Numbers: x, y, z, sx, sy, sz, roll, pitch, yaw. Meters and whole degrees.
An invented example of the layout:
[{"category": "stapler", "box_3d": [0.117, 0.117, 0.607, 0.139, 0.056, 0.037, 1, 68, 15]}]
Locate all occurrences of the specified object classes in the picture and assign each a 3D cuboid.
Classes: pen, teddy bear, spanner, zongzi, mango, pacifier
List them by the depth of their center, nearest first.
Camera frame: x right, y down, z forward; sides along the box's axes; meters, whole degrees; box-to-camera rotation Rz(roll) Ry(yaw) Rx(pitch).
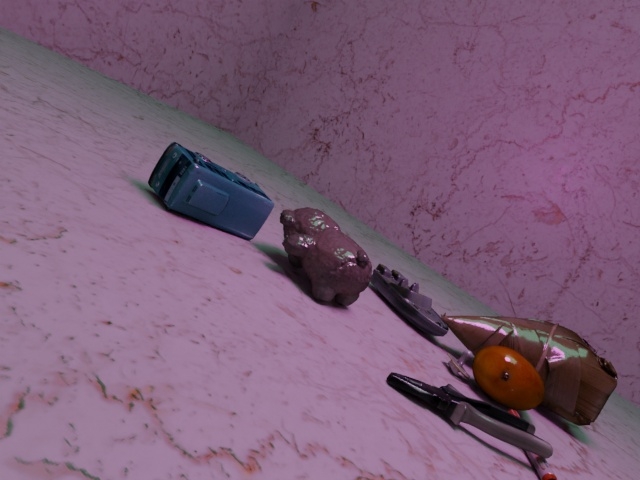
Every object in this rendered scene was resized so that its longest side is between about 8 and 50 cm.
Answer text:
[{"category": "spanner", "box_3d": [0.265, 0.304, 0.829, 0.324, 0.040, 0.096, 25, 7, -10]}, {"category": "pen", "box_3d": [0.401, 0.393, 0.884, 0.028, 0.028, 0.239, 32, 11, 2]}, {"category": "mango", "box_3d": [0.448, 0.327, 1.084, 0.221, 0.120, 0.151, 35, 6, -31]}, {"category": "teddy bear", "box_3d": [0.004, 0.029, 1.085, 0.267, 0.151, 0.236, 41, 11, 37]}, {"category": "pacifier", "box_3d": [0.338, 0.289, 1.092, 0.068, 0.064, 0.083, 39, 9, -12]}, {"category": "zongzi", "box_3d": [0.575, 0.280, 1.407, 0.466, 0.218, 0.500, 34, 10, 8]}]

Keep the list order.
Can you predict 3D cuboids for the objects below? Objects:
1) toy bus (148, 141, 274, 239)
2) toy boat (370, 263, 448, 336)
[{"category": "toy bus", "box_3d": [-0.245, -0.107, 1.064, 0.256, 0.128, 0.147, 25, 14, -46]}, {"category": "toy boat", "box_3d": [0.266, 0.177, 1.339, 0.141, 0.092, 0.319, 23, 14, -34]}]
